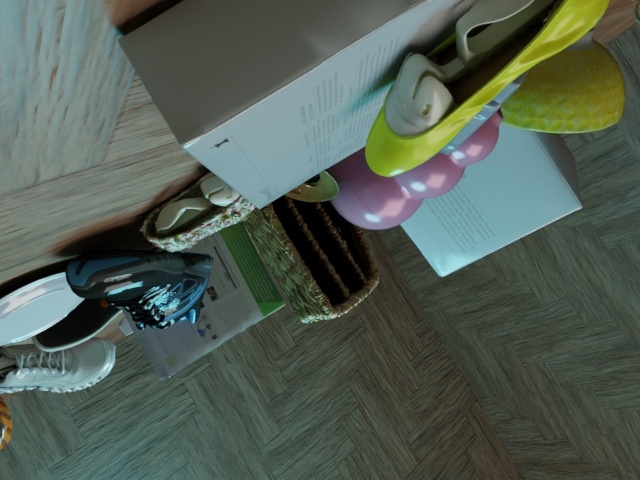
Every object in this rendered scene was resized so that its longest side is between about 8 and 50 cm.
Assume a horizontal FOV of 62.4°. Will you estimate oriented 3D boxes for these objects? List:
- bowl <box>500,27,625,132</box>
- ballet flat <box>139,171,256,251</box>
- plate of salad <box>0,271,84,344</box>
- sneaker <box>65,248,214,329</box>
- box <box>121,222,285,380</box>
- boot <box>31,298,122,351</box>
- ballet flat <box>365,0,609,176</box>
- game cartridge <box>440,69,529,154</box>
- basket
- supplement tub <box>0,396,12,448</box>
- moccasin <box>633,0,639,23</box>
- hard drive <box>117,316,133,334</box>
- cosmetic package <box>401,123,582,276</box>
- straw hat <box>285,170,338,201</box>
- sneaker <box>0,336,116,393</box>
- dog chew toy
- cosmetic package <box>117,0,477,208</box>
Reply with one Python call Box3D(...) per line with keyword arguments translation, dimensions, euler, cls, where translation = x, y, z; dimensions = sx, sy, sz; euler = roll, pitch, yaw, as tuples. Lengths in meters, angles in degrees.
Box3D(translation=(0.453, -0.339, 1.033), dimensions=(0.289, 0.289, 0.156), euler=(-29, 134, -34), cls="bowl")
Box3D(translation=(-0.160, -0.053, 0.755), dimensions=(0.240, 0.091, 0.077), euler=(-34, 162, 20), cls="ballet flat")
Box3D(translation=(-0.444, 0.099, 0.810), dimensions=(0.199, 0.048, 0.200), euler=(-37, 169, -8), cls="plate of salad")
Box3D(translation=(-0.275, 0.085, 0.871), dimensions=(0.124, 0.140, 0.341), euler=(5, 178, 17), cls="sneaker")
Box3D(translation=(-0.246, 0.105, 1.100), dimensions=(0.322, 0.232, 0.058), euler=(-27, 180, -42), cls="box")
Box3D(translation=(-0.472, 0.153, 1.108), dimensions=(0.244, 0.088, 0.176), euler=(-33, 180, -27), cls="boot")
Box3D(translation=(0.111, -0.139, 0.419), dimensions=(0.231, 0.077, 0.077), euler=(-36, 154, 26), cls="ballet flat")
Box3D(translation=(0.218, -0.239, 0.654), dimensions=(0.230, 0.068, 0.355), euler=(-57, 177, 0), cls="game cartridge")
Box3D(translation=(0.000, 0.000, 1.110), dimensions=(0.213, 0.299, 0.223), euler=(-30, 177, -20), cls="basket")
Box3D(translation=(-0.820, 0.430, 1.055), dimensions=(0.207, 0.207, 0.338), euler=(-32, 177, 21), cls="supplement tub")
Box3D(translation=(0.467, -0.390, 0.712), dimensions=(0.139, 0.147, 0.380), euler=(-33, 176, 38), cls="moccasin")
Box3D(translation=(-0.359, 0.115, 1.287), dimensions=(0.203, 0.040, 0.307), euler=(-42, -175, 1), cls="hard drive")
Box3D(translation=(0.409, -0.178, 1.390), dimensions=(0.393, 0.327, 0.329), euler=(-32, -169, 33), cls="cosmetic package")
Box3D(translation=(-0.028, -0.129, 0.937), dimensions=(0.144, 0.144, 0.061), euler=(-36, -148, 62), cls="straw hat")
Box3D(translation=(-0.560, 0.249, 1.053), dimensions=(0.291, 0.110, 0.118), euler=(-9, 161, -1), cls="sneaker")
Box3D(translation=(0.164, -0.153, 0.948), dimensions=(0.331, 0.207, 0.206), euler=(-26, 180, 34), cls="dog chew toy")
Box3D(translation=(0.011, -0.159, 0.528), dimensions=(0.284, 0.098, 0.377), euler=(-33, 177, -1), cls="cosmetic package")
